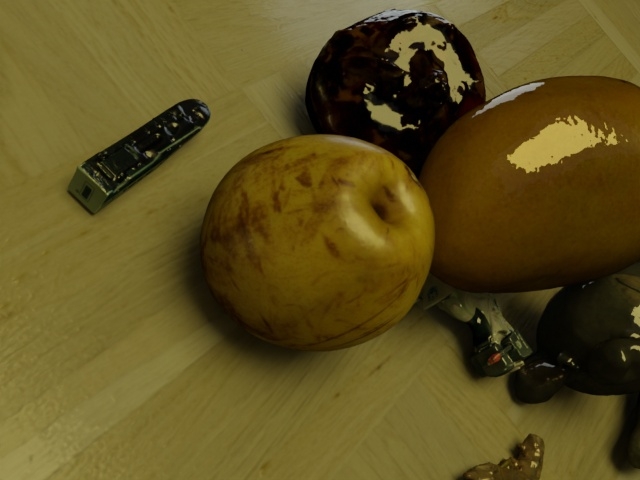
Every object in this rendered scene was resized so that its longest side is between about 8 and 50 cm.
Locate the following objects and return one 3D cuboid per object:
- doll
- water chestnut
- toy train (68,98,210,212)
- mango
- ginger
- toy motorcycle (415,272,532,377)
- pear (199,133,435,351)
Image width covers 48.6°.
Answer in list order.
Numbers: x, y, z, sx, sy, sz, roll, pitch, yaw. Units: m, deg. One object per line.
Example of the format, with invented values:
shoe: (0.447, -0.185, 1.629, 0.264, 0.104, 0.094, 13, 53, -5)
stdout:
doll: (0.514, 0.196, 1.128, 0.382, 0.252, 0.378, -29, 81, -38)
water chestnut: (0.131, -0.215, 1.081, 0.300, 0.300, 0.300, 19, 53, -27)
toy train: (-0.221, -0.118, 0.910, 0.052, 0.051, 0.234, 45, 42, -5)
mango: (0.318, -0.072, 0.997, 0.446, 0.232, 0.300, -19, 109, -21)
ginger: (0.260, 0.328, 0.988, 0.173, 0.051, 0.069, -10, 74, -45)
toy motorcycle: (0.225, 0.109, 1.066, 0.150, 0.102, 0.221, -20, 75, -55)
pear: (0.000, 0.000, 0.854, 0.281, 0.281, 0.280, 19, 53, -27)
